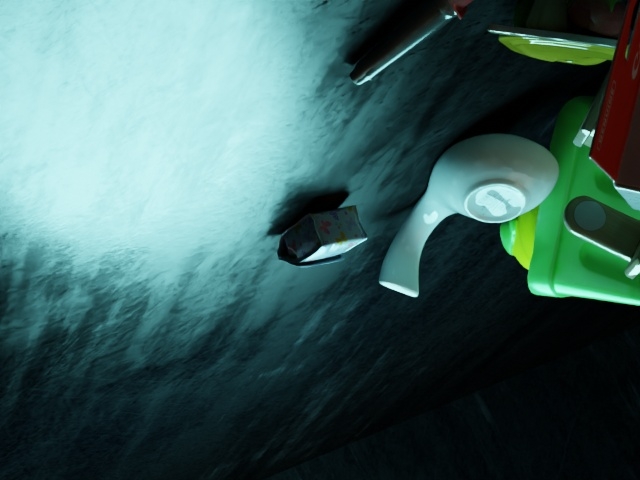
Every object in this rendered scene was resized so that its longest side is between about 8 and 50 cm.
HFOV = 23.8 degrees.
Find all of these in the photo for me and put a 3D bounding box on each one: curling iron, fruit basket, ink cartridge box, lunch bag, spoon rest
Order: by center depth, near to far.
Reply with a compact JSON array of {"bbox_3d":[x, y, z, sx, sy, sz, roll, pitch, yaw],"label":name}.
[{"bbox_3d":[0.125,-0.207,1.279,0.274,0.035,0.068,-37,160,32],"label":"curling iron"},{"bbox_3d":[0.313,-0.172,1.326,0.060,0.275,0.239,14,177,20],"label":"ink cartridge box"},{"bbox_3d":[0.000,0.000,1.701,0.071,0.053,0.083,-11,167,-39],"label":"lunch bag"},{"bbox_3d":[0.162,-0.040,1.765,0.137,0.084,0.276,22,137,-24],"label":"spoon rest"},{"bbox_3d":[0.383,-0.051,1.885,0.392,0.392,0.283,-10,115,-45],"label":"fruit basket"}]

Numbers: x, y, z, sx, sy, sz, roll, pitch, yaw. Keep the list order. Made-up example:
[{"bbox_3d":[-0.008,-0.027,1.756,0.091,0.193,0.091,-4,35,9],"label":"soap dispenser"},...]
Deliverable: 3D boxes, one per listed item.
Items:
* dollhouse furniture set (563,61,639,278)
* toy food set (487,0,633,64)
[{"bbox_3d":[0.377,-0.154,1.478,0.303,0.174,0.355,-62,175,-18],"label":"dollhouse furniture set"},{"bbox_3d":[0.229,-0.202,1.363,0.128,0.071,0.218,9,-178,15],"label":"toy food set"}]
